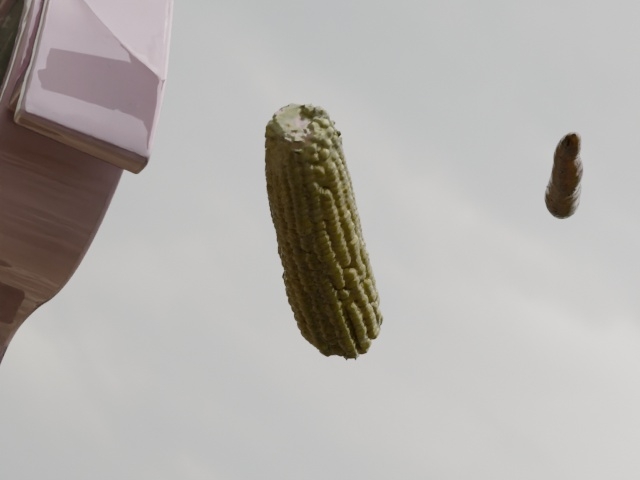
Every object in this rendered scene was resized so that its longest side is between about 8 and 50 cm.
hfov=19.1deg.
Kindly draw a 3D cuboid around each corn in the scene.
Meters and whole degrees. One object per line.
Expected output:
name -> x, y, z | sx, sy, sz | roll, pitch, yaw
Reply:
corn -> 0.000, 0.000, 1.722 | 0.086, 0.086, 0.288 | 32, -33, 38

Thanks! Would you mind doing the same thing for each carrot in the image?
carrot -> 0.233, -0.061, 1.805 | 0.036, 0.035, 0.165 | 42, -14, 17

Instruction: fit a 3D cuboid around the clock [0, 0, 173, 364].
clock -> -0.176, -0.084, 1.149 | 0.080, 0.290, 0.275 | 22, -47, -19
